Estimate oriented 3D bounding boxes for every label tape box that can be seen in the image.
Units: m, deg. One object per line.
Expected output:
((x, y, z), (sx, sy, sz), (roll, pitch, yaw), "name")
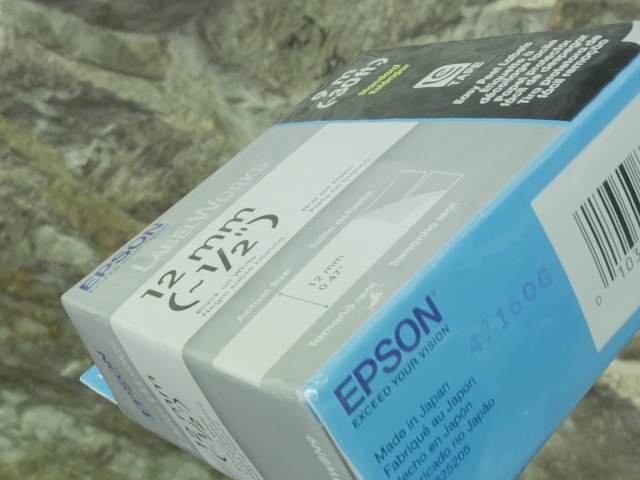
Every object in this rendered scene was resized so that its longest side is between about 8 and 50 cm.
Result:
((0.000, 0.000, 0.513), (0.348, 0.249, 0.115), (12, -42, 53), "label tape box")
